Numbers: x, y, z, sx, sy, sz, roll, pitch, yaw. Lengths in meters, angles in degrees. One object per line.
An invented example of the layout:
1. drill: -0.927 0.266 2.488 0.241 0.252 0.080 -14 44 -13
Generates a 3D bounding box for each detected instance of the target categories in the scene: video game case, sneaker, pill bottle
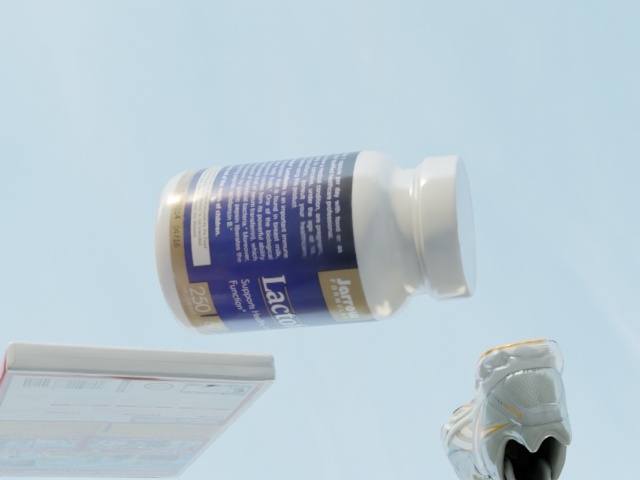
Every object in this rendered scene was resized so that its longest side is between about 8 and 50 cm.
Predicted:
1. video game case: -0.179 0.150 0.947 0.204 0.025 0.285 5 -28 -22
2. sneaker: 0.183 0.210 1.112 0.099 0.121 0.262 -5 -36 -6
3. pill bottle: 0.000 0.000 1.001 0.265 0.153 0.153 -6 -70 15
